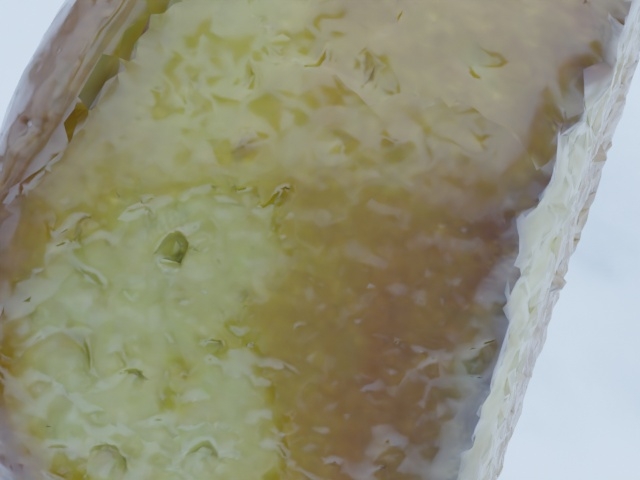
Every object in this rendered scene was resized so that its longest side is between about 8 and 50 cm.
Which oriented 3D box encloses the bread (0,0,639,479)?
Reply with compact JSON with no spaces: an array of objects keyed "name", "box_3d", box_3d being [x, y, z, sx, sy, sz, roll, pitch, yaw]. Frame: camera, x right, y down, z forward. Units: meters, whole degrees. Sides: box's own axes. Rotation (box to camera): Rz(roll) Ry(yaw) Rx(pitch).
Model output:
[{"name":"bread","box_3d":[0.000,0.000,0.519,0.146,0.268,0.268,22,61,9]}]
